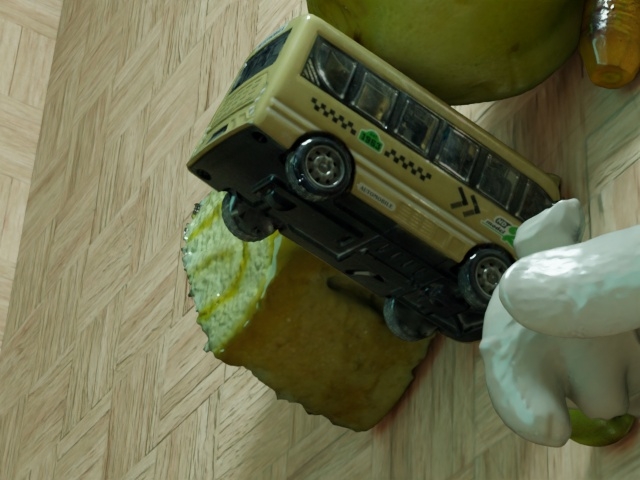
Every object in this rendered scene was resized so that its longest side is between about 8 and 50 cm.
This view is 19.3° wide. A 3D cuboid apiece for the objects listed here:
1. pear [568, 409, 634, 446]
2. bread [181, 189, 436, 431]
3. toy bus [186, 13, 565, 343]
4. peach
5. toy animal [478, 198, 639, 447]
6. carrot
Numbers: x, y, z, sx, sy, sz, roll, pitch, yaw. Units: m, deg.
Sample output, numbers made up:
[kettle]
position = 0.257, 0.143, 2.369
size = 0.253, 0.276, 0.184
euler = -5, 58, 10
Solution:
[pear]
position = 0.239, 0.138, 1.677
size = 0.097, 0.092, 0.092
euler = 40, 113, 22
[bread]
position = 0.001, -0.008, 2.147
size = 0.264, 0.239, 0.395
euler = -54, 25, 22
[toy bus]
position = 0.068, -0.054, 1.876
size = 0.177, 0.365, 0.202
euler = -27, 35, 57
[peach]
position = 0.133, -0.305, 1.979
size = 0.314, 0.315, 0.281
euler = 57, 167, 31
[toy animal]
position = 0.284, 0.046, 1.488
size = 0.265, 0.271, 0.206
euler = -20, 77, 45
[carrot]
position = 0.306, -0.296, 1.928
size = 0.066, 0.066, 0.314
euler = -35, 39, 53
